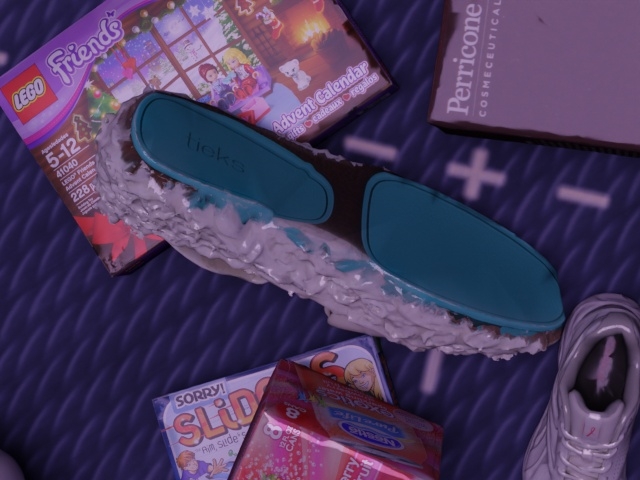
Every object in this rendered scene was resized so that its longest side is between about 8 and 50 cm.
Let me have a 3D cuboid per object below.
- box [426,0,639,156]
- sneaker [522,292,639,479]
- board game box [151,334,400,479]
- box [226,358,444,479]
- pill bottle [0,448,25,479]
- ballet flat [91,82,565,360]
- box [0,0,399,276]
[{"bbox_3d":[0.288,-0.157,1.368,0.381,0.143,0.191,7,92,11],"label":"box"},{"bbox_3d":[0.212,0.158,1.393,0.090,0.115,0.232,8,92,9],"label":"sneaker"},{"bbox_3d":[-0.029,0.170,1.473,0.201,0.035,0.136,-18,88,9],"label":"board game box"},{"bbox_3d":[-0.028,0.269,1.390,0.154,0.142,0.300,24,104,0],"label":"box"},{"bbox_3d":[-0.358,0.227,1.460,0.302,0.169,0.169,25,94,8],"label":"pill bottle"},{"bbox_3d":[0.000,0.000,1.412,0.409,0.147,0.147,25,95,-11],"label":"ballet flat"},{"bbox_3d":[-0.109,-0.131,1.471,0.293,0.057,0.201,-35,85,8],"label":"box"}]
